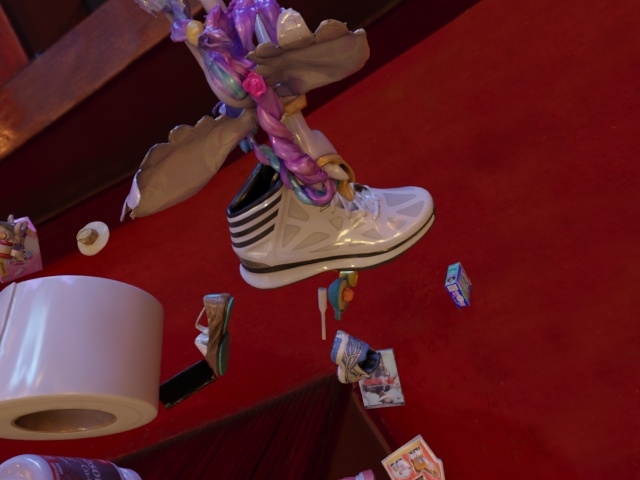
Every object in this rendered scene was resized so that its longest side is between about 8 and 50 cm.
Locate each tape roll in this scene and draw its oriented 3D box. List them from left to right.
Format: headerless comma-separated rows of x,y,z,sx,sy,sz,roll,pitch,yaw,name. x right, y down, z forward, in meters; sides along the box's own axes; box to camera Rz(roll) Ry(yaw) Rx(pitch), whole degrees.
-0.368,0.185,0.642,0.246,0.246,0.169,-20,56,15,tape roll

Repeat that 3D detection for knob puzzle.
0.311,0.758,1.367,0.213,0.030,0.213,-4,81,28,knob puzzle

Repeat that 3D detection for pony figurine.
-0.086,-0.195,0.518,0.302,0.351,0.364,-30,89,22,pony figurine

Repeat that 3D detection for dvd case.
0.122,0.288,0.887,0.087,0.013,0.120,-11,95,16,dvd case

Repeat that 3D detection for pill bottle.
-0.620,0.652,1.053,0.210,0.363,0.210,-8,59,14,pill bottle

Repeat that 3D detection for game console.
-0.303,0.311,0.954,0.122,0.107,0.071,-28,101,-18,game console

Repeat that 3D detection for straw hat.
-0.893,-0.017,1.637,0.144,0.061,0.145,-3,76,13,straw hat

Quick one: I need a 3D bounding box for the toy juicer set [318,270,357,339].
0.071,0.167,1.528,0.089,0.329,0.209,4,129,20,toy juicer set

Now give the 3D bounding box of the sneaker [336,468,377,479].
0.043,0.539,0.686,0.136,0.314,0.116,-12,118,10,sneaker

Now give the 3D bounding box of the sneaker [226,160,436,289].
0.031,-0.070,0.850,0.447,0.169,0.258,-18,135,-8,sneaker

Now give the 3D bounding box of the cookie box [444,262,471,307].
0.421,0.136,1.301,0.040,0.107,0.092,-22,111,33,cookie box

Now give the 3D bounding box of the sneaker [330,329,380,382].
0.054,0.174,0.600,0.058,0.135,0.052,10,62,21,sneaker

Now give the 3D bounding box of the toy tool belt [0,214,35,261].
-0.339,-0.006,0.460,0.083,0.052,0.051,-4,73,51,toy tool belt

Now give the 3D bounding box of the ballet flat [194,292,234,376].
-0.377,0.325,1.496,0.124,0.116,0.343,12,119,4,ballet flat

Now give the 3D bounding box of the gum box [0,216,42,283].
-0.850,0.025,1.185,0.062,0.107,0.188,47,136,19,gum box
